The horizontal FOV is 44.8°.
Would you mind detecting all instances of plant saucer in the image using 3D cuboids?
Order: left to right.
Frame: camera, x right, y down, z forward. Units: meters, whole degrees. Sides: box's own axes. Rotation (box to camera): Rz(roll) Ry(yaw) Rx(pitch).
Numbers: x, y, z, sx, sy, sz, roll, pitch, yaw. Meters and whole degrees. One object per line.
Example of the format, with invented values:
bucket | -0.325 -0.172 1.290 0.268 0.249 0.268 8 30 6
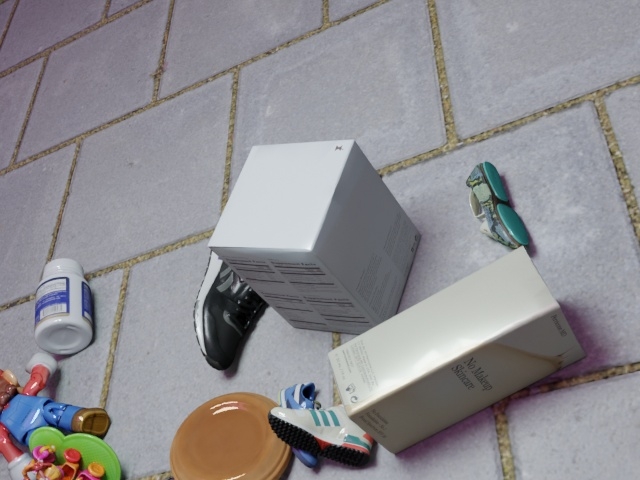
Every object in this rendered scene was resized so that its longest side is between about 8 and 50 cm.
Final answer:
plant saucer | -0.142 0.315 1.212 0.199 0.037 0.200 -7 43 7

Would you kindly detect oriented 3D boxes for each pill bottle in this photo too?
pill bottle | -0.531 0.131 1.607 0.112 0.112 0.187 -29 45 12

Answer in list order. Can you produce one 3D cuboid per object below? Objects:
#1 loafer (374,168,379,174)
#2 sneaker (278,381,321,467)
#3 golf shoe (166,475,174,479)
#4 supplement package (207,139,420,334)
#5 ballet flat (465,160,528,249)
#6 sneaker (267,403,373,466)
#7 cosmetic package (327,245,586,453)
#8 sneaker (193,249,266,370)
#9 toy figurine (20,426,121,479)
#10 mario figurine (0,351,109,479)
loafer | 0.061 -0.081 1.422 0.125 0.045 0.039 -51 28 -19
sneaker | -0.024 0.279 1.194 0.059 0.053 0.144 -28 47 11
golf shoe | -0.235 0.422 1.232 0.186 0.067 0.086 -26 87 1
supplement package | 0.000 0.000 1.239 0.198 0.263 0.199 2 58 35
ballet flat | 0.277 -0.042 1.238 0.070 0.070 0.188 -25 45 17
sneaker | 0.004 0.272 1.146 0.161 0.057 0.075 19 44 6
cosmetic package | 0.186 0.157 1.070 0.309 0.160 0.113 -30 47 13
sneaker | -0.140 0.092 1.383 0.124 0.107 0.283 -11 52 20
toy figurine | -0.431 0.395 1.256 0.130 0.173 0.159 -56 1 15
mario figurine | -0.541 0.338 1.481 0.320 0.170 0.198 16 31 30
